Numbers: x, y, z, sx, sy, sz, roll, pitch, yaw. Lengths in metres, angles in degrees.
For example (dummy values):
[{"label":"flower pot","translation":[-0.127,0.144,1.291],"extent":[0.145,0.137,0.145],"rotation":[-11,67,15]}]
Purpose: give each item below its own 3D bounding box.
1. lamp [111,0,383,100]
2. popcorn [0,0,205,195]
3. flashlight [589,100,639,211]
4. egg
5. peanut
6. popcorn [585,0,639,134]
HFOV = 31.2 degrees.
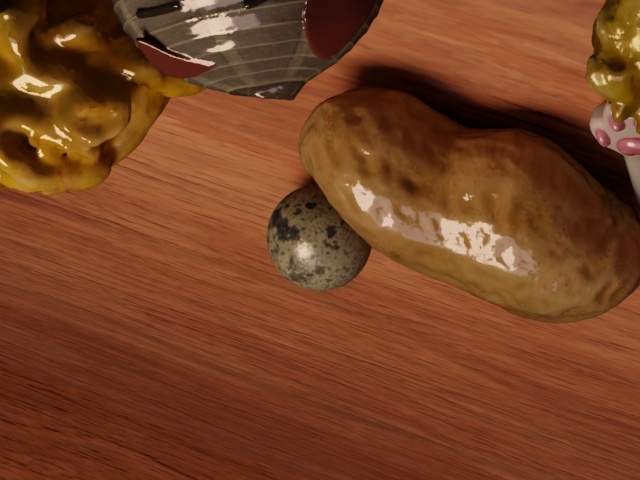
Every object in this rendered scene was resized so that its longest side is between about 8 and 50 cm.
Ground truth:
[{"label":"lamp","translation":[-0.055,-0.226,0.928],"extent":[0.265,0.233,0.233],"rotation":[-12,139,29]},{"label":"popcorn","translation":[-0.283,-0.200,1.136],"extent":[0.297,0.316,0.281],"rotation":[50,177,6]},{"label":"flashlight","translation":[0.326,-0.071,1.123],"extent":[0.093,0.047,0.200],"rotation":[5,149,34]},{"label":"egg","translation":[0.000,0.000,1.448],"extent":[0.132,0.132,0.172],"rotation":[19,165,11]},{"label":"peanut","translation":[0.157,-0.040,1.191],"extent":[0.387,0.169,0.192],"rotation":[23,149,4]},{"label":"popcorn","translation":[0.270,-0.160,0.846],"extent":[0.156,0.197,0.197],"rotation":[23,155,2]}]
